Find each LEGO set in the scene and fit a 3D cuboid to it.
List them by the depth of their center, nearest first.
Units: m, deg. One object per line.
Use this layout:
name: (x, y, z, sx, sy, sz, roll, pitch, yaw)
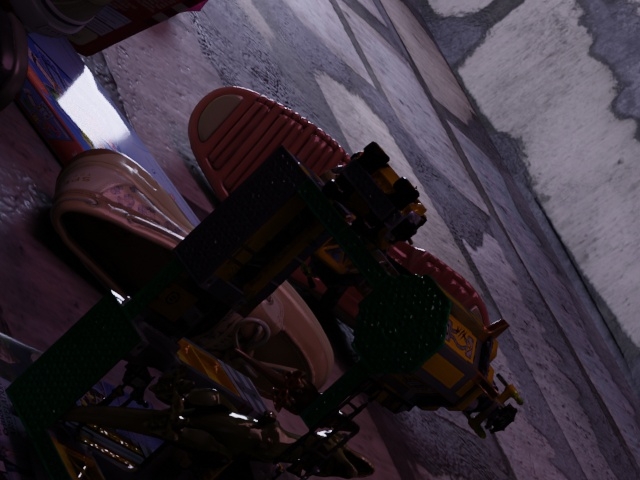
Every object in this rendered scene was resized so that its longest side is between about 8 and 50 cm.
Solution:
LEGO set: (-0.020, 0.113, 1.054, 0.255, 0.331, 0.192, 42, 2, 40)

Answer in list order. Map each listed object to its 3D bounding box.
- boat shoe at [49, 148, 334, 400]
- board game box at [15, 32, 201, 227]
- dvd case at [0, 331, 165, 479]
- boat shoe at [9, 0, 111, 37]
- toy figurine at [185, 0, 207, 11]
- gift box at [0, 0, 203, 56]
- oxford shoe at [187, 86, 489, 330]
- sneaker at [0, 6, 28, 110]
boat shoe: (-0.108, 0.048, 1.367, 0.285, 0.104, 0.089, 39, 24, -16)
board game box: (-0.181, -0.064, 1.494, 0.281, 0.027, 0.145, 54, 14, -3)
dvd case: (-0.167, 0.148, 1.103, 0.253, 0.022, 0.180, 35, 26, -52)
boat shoe: (-0.229, -0.314, 1.349, 0.109, 0.094, 0.302, -16, 84, -61)
toy figurine: (-0.177, -0.340, 1.995, 0.173, 0.130, 0.159, 104, -32, -78)
gift box: (-0.233, -0.348, 1.543, 0.255, 0.276, 0.258, 34, 41, -61)
oxford shoe: (0.000, 0.000, 1.788, 0.397, 0.140, 0.146, 47, -14, -11)
sneaker: (-0.306, -0.191, 1.288, 0.130, 0.087, 0.227, 30, 26, -53)
